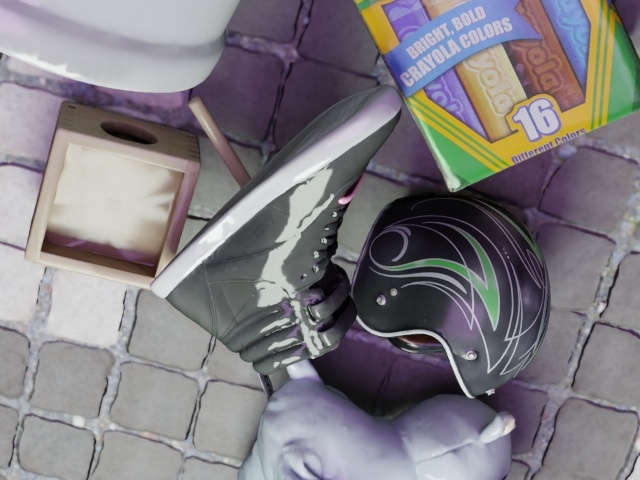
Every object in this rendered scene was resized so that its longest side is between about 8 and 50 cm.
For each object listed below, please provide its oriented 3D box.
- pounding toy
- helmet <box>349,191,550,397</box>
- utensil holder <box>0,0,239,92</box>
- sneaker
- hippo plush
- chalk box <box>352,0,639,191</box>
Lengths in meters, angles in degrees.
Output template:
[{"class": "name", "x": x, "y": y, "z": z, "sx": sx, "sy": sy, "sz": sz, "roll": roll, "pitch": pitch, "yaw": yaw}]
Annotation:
[{"class": "pounding toy", "x": -0.139, "y": -0.056, "z": 1.397, "sx": 0.206, "sy": 0.094, "sz": 0.181, "roll": 14, "pitch": 110, "yaw": -12}, {"class": "helmet", "x": 0.122, "y": 0.046, "z": 1.374, "sx": 0.161, "sy": 0.169, "sz": 0.169, "roll": 15, "pitch": 116, "yaw": 19}, {"class": "utensil holder", "x": -0.141, "y": -0.351, "z": 1.137, "sx": 0.328, "sy": 0.327, "sz": 0.385, "roll": 27, "pitch": 111, "yaw": -8}, {"class": "sneaker", "x": 0.000, "y": 0.000, "z": 1.284, "sx": 0.147, "sy": 0.104, "sz": 0.296, "roll": 44, "pitch": 124, "yaw": -6}, {"class": "hippo plush", "x": 0.055, "y": 0.224, "z": 1.471, "sx": 0.237, "sy": 0.234, "sz": 0.294, "roll": -1, "pitch": 72, "yaw": -14}, {"class": "chalk box", "x": 0.122, "y": -0.222, "z": 1.249, "sx": 0.179, "sy": 0.180, "sz": 0.289, "roll": -23, "pitch": 111, "yaw": 14}]
